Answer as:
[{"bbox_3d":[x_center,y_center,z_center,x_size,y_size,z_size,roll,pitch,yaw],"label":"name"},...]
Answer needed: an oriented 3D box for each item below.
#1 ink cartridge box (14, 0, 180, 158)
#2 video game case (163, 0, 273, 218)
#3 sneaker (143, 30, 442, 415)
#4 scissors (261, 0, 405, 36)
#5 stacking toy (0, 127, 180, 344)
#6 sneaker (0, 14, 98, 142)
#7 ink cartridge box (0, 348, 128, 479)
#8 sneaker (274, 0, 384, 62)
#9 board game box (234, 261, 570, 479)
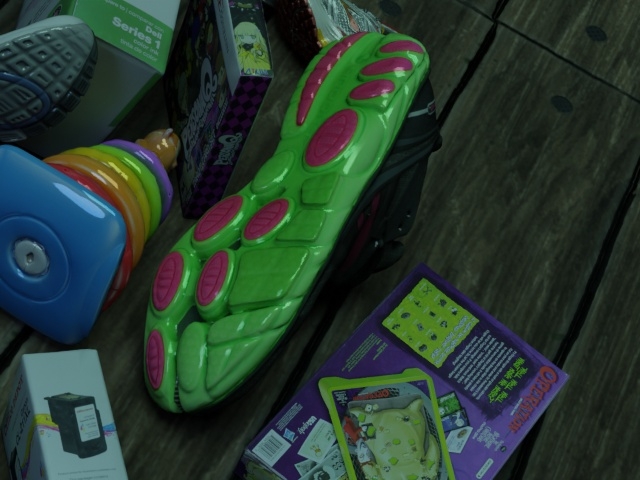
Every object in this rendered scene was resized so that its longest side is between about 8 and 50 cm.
[{"bbox_3d":[-0.238,-0.248,1.826,0.117,0.201,0.278,27,48,-22],"label":"ink cartridge box"},{"bbox_3d":[-0.112,-0.174,1.823,0.041,0.232,0.210,4,52,-20],"label":"video game case"},{"bbox_3d":[0.000,0.000,1.752,0.185,0.202,0.483,12,55,41],"label":"sneaker"},{"bbox_3d":[-0.012,-0.278,2.106,0.297,0.021,0.109,32,49,4],"label":"scissors"},{"bbox_3d":[-0.217,-0.041,1.743,0.165,0.175,0.302,31,32,8],"label":"stacking toy"},{"bbox_3d":[-0.347,-0.146,1.679,0.111,0.297,0.129,50,21,-37],"label":"sneaker"},{"bbox_3d":[-0.228,0.203,1.527,0.072,0.127,0.175,-3,53,-24],"label":"ink cartridge box"},{"bbox_3d":[0.019,-0.248,2.034,0.092,0.088,0.225,-26,81,-27],"label":"sneaker"},{"bbox_3d":[0.091,0.185,1.748,0.208,0.056,0.347,36,47,12],"label":"board game box"}]
